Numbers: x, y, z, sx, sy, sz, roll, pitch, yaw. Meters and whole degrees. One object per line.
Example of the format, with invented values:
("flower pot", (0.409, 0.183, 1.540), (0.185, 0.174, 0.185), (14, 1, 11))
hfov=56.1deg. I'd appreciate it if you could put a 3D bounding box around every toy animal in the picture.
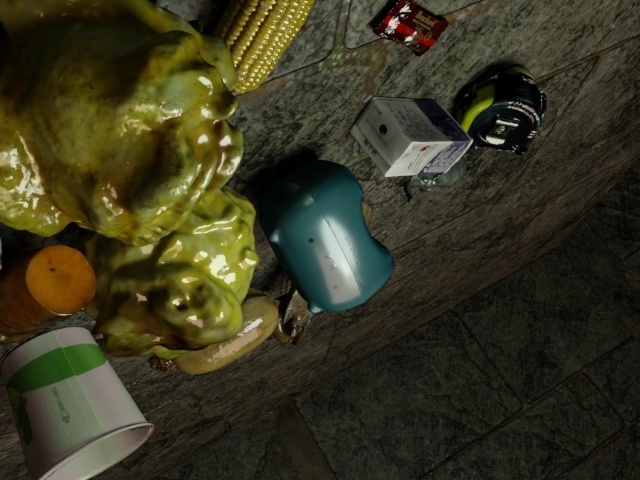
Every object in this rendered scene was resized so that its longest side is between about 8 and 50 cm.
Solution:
("toy animal", (0.243, -0.172, 1.388), (0.269, 0.137, 0.082), (-23, 160, -44))

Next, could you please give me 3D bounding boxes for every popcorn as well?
("popcorn", (-0.246, 0.029, 0.958), (0.312, 0.312, 0.312), (-28, 158, -13))
("popcorn", (-0.247, -0.115, 0.645), (0.321, 0.290, 0.326), (-52, 170, 34))

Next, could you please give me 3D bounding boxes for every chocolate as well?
("chocolate", (0.158, -0.360, 1.020), (0.086, 0.028, 0.182), (-47, 153, 25))

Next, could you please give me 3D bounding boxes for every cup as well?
("cup", (-0.507, 0.337, 1.227), (0.253, 0.274, 0.253), (-29, 160, -12))

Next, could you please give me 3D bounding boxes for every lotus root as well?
("lotus root", (-0.260, 0.238, 1.497), (0.343, 0.169, 0.151), (-31, 122, -12))

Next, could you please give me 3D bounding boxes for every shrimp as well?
("shrimp", (-0.002, 0.083, 1.552), (0.445, 0.110, 0.221), (-59, 162, 18))

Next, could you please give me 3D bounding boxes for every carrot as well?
("carrot", (-0.441, 0.079, 0.876), (0.302, 0.138, 0.139), (-23, 170, 41))

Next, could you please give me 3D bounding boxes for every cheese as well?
("cheese", (0.482, -0.346, 1.462), (0.127, 0.050, 0.255), (-46, 155, 27))

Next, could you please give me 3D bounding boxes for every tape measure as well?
("tape measure", (0.395, -0.278, 1.333), (0.199, 0.112, 0.186), (7, 147, 0))

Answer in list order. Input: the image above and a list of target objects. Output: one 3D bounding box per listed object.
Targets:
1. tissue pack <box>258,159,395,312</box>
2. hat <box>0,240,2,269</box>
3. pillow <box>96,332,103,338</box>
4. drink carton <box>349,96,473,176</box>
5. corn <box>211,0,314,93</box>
("tissue pack", (0.000, 0.000, 1.203), (0.206, 0.198, 0.287), (-33, 119, -15))
("hat", (-0.500, -0.004, 0.678), (0.161, 0.232, 0.275), (-3, 145, 14))
("pillow", (-0.394, 0.148, 1.309), (0.135, 0.034, 0.211), (0, 139, -52))
("drink carton", (0.187, -0.213, 1.224), (0.222, 0.134, 0.102), (-9, 149, -45))
("corn", (-0.063, -0.296, 0.760), (0.093, 0.093, 0.244), (-6, 146, -49))
